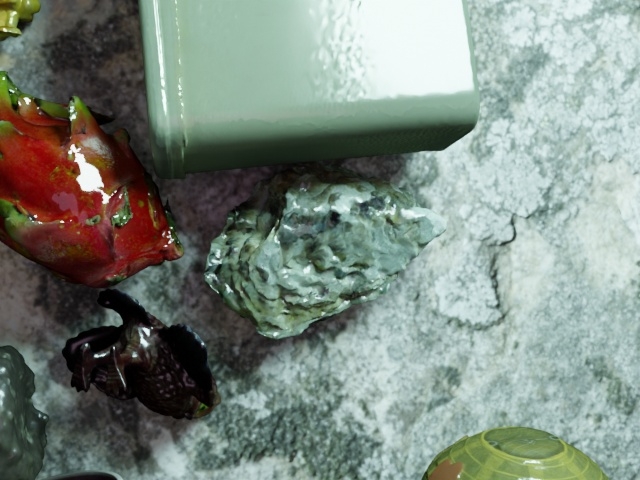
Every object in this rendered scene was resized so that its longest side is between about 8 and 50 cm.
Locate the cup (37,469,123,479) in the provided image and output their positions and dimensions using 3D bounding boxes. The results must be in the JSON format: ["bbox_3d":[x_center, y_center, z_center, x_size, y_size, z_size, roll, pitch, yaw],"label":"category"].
[{"bbox_3d":[-0.318,0.416,0.857,0.288,0.208,0.273,-16,95,-9],"label":"cup"}]

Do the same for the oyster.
[{"bbox_3d":[0.000,0.000,0.942,0.268,0.112,0.198,-41,97,-9],"label":"oyster"}]

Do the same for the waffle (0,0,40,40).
[{"bbox_3d":[-0.425,-0.336,0.893,0.229,0.057,0.219,-2,92,-9],"label":"waffle"}]

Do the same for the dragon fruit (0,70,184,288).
[{"bbox_3d":[-0.270,-0.071,0.881,0.200,0.198,0.269,-4,63,-42],"label":"dragon fruit"}]

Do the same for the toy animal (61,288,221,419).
[{"bbox_3d":[-0.181,0.136,0.910,0.179,0.218,0.116,34,56,-48],"label":"toy animal"}]

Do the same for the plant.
[{"bbox_3d":[-0.417,0.207,0.850,0.234,0.178,0.204,-9,94,-14],"label":"plant"}]

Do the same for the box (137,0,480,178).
[{"bbox_3d":[-0.027,-0.260,0.885,0.344,0.177,0.352,-5,84,-12],"label":"box"}]

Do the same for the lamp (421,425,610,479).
[{"bbox_3d":[0.228,0.360,0.929,0.250,0.250,0.284,-3,100,-9],"label":"lamp"}]
